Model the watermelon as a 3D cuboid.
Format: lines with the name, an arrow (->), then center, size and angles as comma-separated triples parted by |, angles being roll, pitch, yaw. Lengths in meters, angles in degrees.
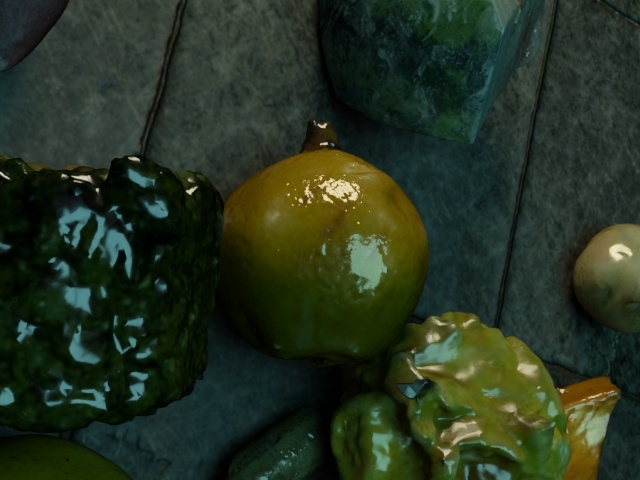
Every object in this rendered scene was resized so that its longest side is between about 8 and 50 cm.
watermelon -> 0.151, -0.268, 1.169 | 0.258, 0.228, 0.387 | 13, 70, -41

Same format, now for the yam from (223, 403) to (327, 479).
yam -> -0.054, 0.228, 1.069 | 0.146, 0.069, 0.070 | -32, 104, -31

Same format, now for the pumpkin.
pumpkin -> 0.256, 0.298, 1.247 | 0.258, 0.095, 0.290 | 3, 76, -23

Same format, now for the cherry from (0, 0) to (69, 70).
cherry -> -0.254, -0.222, 0.941 | 0.188, 0.115, 0.148 | 4, 65, -39

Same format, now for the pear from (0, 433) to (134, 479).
pear -> -0.215, 0.295, 0.838 | 0.336, 0.285, 0.285 | 2, 85, -49

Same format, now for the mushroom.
mushroom -> 0.395, 0.047, 1.358 | 0.148, 0.112, 0.148 | 4, 59, -7

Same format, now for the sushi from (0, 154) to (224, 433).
sushi -> -0.223, 0.022, 0.800 | 0.294, 0.352, 0.178 | 4, 92, -3

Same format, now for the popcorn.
popcorn -> 0.129, 0.191, 1.077 | 0.249, 0.225, 0.249 | 2, 51, -2

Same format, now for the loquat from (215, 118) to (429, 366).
loquat -> 0.000, 0.000, 1.043 | 0.213, 0.213, 0.246 | 12, 71, -33
